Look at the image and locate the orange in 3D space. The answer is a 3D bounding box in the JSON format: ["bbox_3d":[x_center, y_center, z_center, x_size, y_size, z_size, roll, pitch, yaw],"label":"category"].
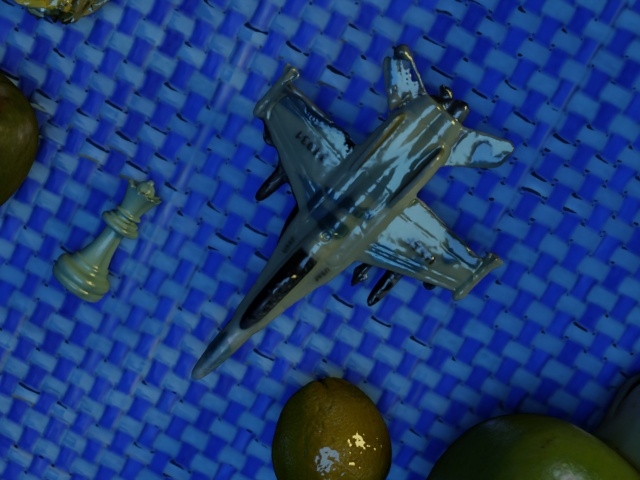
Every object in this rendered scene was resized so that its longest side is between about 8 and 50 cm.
[{"bbox_3d":[0.007,0.142,0.829,0.085,0.085,0.095,-5,83,6],"label":"orange"}]

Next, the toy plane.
[{"bbox_3d":[0.003,-0.003,0.801,0.192,0.088,0.262,44,113,0],"label":"toy plane"}]

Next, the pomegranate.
[{"bbox_3d":[0.155,0.177,0.788,0.179,0.179,0.210,14,77,2],"label":"pomegranate"}]

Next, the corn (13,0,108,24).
[{"bbox_3d":[-0.170,-0.284,0.736,0.123,0.122,0.305,-1,111,-39],"label":"corn"}]

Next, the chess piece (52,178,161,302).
[{"bbox_3d":[-0.144,-0.005,0.832,0.042,0.042,0.093,37,96,-4],"label":"chess piece"}]

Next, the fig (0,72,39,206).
[{"bbox_3d":[-0.271,-0.038,0.792,0.133,0.126,0.184,25,101,-15],"label":"fig"}]
